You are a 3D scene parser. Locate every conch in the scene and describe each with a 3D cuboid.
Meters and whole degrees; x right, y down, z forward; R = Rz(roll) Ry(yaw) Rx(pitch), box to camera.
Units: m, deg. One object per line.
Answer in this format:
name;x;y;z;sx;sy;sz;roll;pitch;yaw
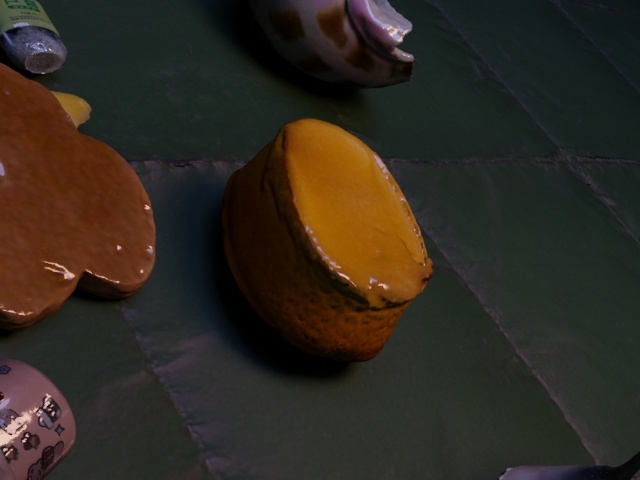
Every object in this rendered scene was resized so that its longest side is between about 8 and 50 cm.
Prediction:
conch;-0.001;-0.341;1.485;0.368;0.197;0.249;-101;166;-52

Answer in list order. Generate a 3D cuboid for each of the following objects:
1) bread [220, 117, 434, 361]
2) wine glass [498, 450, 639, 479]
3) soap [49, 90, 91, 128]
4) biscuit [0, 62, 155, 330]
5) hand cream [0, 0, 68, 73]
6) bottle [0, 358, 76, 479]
bread;0.000;0.000;1.099;0.195;0.143;0.270;18;39;-31
wine glass;0.289;0.214;1.020;0.156;0.232;0.156;24;35;-18
soap;-0.308;-0.130;1.074;0.168;0.033;0.089;12;42;-33
biscuit;-0.303;-0.050;0.924;0.375;0.051;0.269;24;43;-37
hand cream;-0.334;-0.247;1.184;0.095;0.046;0.175;-3;48;-42
bottle;-0.244;0.152;0.731;0.099;0.099;0.152;40;36;5
